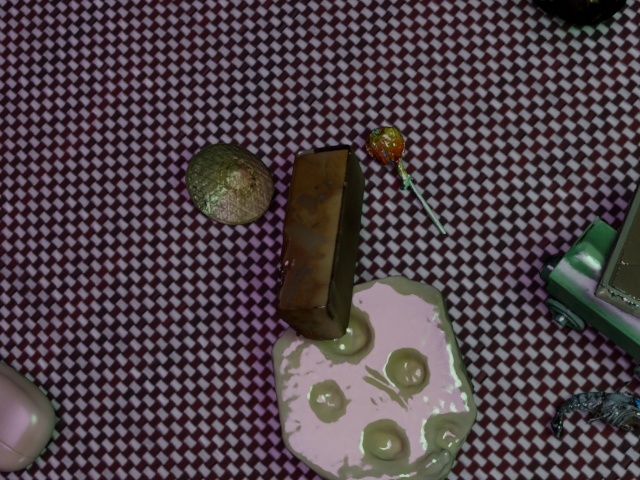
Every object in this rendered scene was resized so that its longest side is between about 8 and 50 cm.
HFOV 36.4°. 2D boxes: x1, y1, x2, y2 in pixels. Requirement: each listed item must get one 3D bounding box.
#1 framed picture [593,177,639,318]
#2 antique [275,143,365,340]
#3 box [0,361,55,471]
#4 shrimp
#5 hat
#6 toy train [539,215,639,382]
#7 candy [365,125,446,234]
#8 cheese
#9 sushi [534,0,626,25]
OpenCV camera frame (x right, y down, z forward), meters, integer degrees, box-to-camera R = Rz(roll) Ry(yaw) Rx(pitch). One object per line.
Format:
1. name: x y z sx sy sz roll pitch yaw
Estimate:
1. framed picture: 0.535 0.058 1.280 0.315 0.024 0.232 29 56 6
2. antique: 0.000 0.000 1.431 0.093 0.087 0.310 -6 50 17
3. box: -0.510 0.268 1.515 0.200 0.088 0.146 30 85 14
4. shrimp: 0.417 0.243 1.399 0.174 0.082 0.076 -7 82 14
5. hat: -0.137 -0.103 1.560 0.146 0.067 0.146 6 121 9
6. toy train: 0.443 0.109 1.361 0.301 0.202 0.120 39 81 14
7. candy: 0.141 -0.094 1.529 0.060 0.060 0.201 -32 83 0
8. cheese: 0.085 0.207 1.433 0.318 0.115 0.326 35 85 14
9. sushi: 0.386 -0.441 1.483 0.200 0.204 0.213 25 77 17
